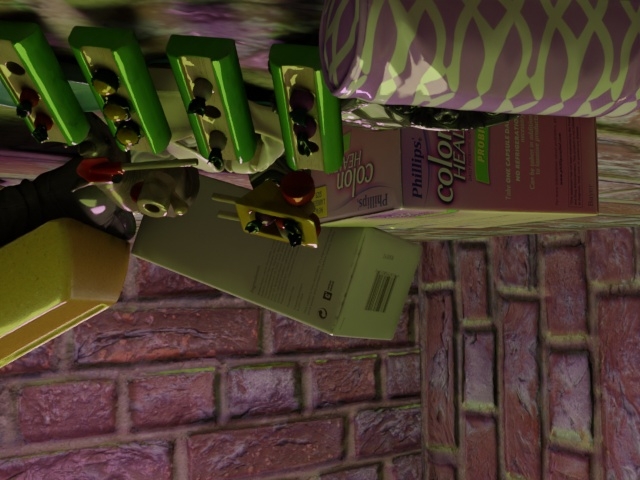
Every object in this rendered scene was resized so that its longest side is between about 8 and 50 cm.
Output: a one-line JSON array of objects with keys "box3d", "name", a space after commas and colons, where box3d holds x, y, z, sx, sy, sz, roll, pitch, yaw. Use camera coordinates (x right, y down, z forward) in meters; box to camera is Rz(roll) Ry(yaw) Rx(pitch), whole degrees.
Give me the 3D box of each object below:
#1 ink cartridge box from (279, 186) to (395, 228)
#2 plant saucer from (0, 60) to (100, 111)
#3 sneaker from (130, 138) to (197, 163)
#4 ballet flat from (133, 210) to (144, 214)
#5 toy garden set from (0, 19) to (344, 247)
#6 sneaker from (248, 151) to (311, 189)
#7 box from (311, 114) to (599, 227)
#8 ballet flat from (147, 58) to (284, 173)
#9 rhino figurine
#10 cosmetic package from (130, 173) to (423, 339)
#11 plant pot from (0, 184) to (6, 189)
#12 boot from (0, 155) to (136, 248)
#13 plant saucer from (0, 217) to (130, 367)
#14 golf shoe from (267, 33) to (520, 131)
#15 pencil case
[{"box3d": [0.062, -0.085, 1.064, 0.225, 0.056, 0.181, 20, -154, 33], "name": "ink cartridge box"}, {"box3d": [-0.230, -0.132, 0.630, 0.120, 0.021, 0.119, -1, 178, 0], "name": "plant saucer"}, {"box3d": [-0.143, -0.116, 0.722, 0.054, 0.061, 0.152, -9, -166, 12], "name": "sneaker"}, {"box3d": [-0.312, -0.075, 1.260, 0.213, 0.068, 0.072, -3, 176, 42], "name": "ballet flat"}, {"box3d": [-0.107, -0.063, 0.555, 0.245, 0.049, 0.203, 7, 149, 8], "name": "toy garden set"}, {"box3d": [-0.017, -0.090, 0.972, 0.171, 0.074, 0.063, -1, 177, -6], "name": "sneaker"}, {"box3d": [0.141, -0.079, 0.829, 0.243, 0.117, 0.213, 0, 177, -23], "name": "box"}, {"box3d": [-0.087, -0.101, 0.693, 0.086, 0.086, 0.248, -2, 177, 27], "name": "ballet flat"}, {"box3d": [-0.195, -0.082, 0.781, 0.073, 0.106, 0.243, -2, 177, 14], "name": "rhino figurine"}, {"box3d": [-0.067, 0.016, 1.076, 0.366, 0.155, 0.197, 19, -178, 29], "name": "cosmetic package"}, {"box3d": [-0.614, -0.051, 1.278, 0.095, 0.134, 0.134, 24, 173, -7], "name": "plant pot"}, {"box3d": [-0.367, -0.035, 0.993, 0.223, 0.118, 0.338, -24, 174, -22], "name": "boot"}, {"box3d": [-0.405, 0.102, 0.939, 0.333, 0.081, 0.333, -29, 176, -4], "name": "plant saucer"}, {"box3d": [0.062, -0.118, 0.550, 0.198, 0.077, 0.094, 9, -176, 23], "name": "golf shoe"}, {"box3d": [0.101, -0.118, 0.424, 0.206, 0.086, 0.088, -2, 143, -17], "name": "pencil case"}]
